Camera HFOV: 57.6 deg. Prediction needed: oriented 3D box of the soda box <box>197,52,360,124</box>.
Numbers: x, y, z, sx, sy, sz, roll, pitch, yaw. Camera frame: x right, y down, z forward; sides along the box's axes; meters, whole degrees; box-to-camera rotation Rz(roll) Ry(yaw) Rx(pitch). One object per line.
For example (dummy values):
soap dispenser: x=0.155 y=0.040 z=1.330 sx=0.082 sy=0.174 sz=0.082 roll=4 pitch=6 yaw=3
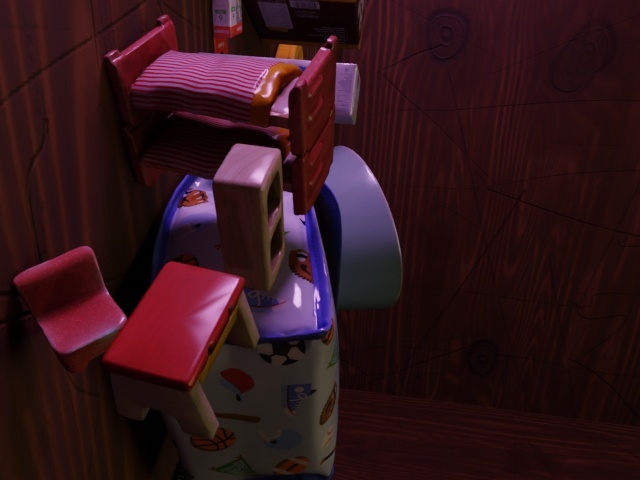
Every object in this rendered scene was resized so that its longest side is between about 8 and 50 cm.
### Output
soda box: x=-0.057 y=-0.205 z=0.790 sx=0.074 sy=0.216 sz=0.069 roll=-11 pitch=108 yaw=-83

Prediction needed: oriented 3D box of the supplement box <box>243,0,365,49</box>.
supplement box: x=-0.021 y=-0.438 z=1.009 sx=0.194 sy=0.191 sz=0.129 roll=50 pitch=46 yaw=-82

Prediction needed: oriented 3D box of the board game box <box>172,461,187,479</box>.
board game box: x=-0.196 y=0.374 z=0.920 sx=0.260 sy=0.030 sz=0.136 roll=-75 pitch=171 yaw=-53

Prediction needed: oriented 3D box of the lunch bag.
lunch bag: x=-0.086 y=0.085 z=0.791 sx=0.385 sy=0.239 sz=0.328 roll=-100 pitch=-173 yaw=-49

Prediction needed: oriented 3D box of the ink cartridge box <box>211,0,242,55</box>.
ink cartridge box: x=-0.134 y=-0.319 z=0.843 sx=0.063 sy=0.029 sz=0.115 roll=-72 pitch=166 yaw=-62

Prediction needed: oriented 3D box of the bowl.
bowl: x=0.000 y=0.000 z=1.043 sx=0.311 sy=0.163 sz=0.312 roll=163 pitch=-90 yaw=-72

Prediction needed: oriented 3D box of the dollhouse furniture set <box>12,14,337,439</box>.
dollhouse furniture set: x=-0.123 y=-0.048 z=0.510 sx=0.374 sy=0.201 sz=0.152 roll=-68 pitch=164 yaw=-47

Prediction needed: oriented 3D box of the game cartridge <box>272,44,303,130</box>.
game cartridge: x=-0.076 y=-0.254 z=1.298 sx=0.285 sy=0.052 sz=0.324 roll=84 pitch=16 yaw=-61
